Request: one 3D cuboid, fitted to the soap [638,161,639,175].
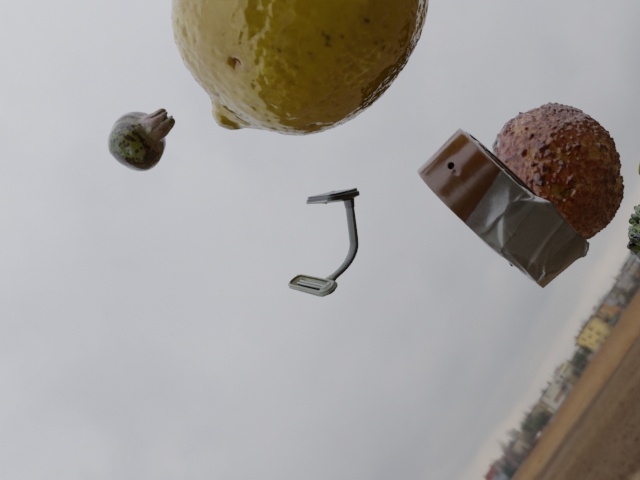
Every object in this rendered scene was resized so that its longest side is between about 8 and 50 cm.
[{"bbox_3d":[0.613,-0.190,1.316,0.089,0.033,0.168,-35,-33,-45],"label":"soap"}]

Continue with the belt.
[{"bbox_3d":[0.257,-0.043,1.032,0.105,0.261,0.184,-45,17,13],"label":"belt"}]

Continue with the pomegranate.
[{"bbox_3d":[-0.389,-0.229,1.586,0.163,0.126,0.138,-59,6,33],"label":"pomegranate"}]

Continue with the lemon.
[{"bbox_3d":[-0.023,-0.214,0.682,0.228,0.228,0.253,-32,-16,-48],"label":"lemon"}]

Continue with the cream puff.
[{"bbox_3d":[0.523,-0.153,1.585,0.229,0.350,0.350,-32,-5,34],"label":"cream puff"}]

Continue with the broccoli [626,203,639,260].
[{"bbox_3d":[0.564,-0.055,1.002,0.242,0.273,0.180,45,-129,-54],"label":"broccoli"}]

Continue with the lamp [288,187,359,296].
[{"bbox_3d":[0.005,0.003,1.921,0.125,0.203,0.283,6,-94,-42],"label":"lamp"}]
